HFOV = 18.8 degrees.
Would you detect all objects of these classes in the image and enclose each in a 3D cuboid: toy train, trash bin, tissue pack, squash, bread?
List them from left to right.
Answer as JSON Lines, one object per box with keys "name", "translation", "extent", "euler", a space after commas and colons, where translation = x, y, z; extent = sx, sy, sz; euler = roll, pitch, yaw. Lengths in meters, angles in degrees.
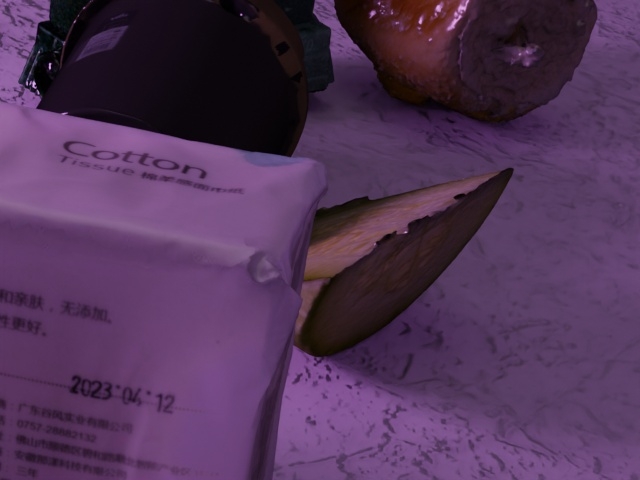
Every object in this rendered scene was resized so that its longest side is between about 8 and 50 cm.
{"name": "tissue pack", "translation": [-0.190, 0.059, 1.158], "extent": [0.357, 0.266, 0.194], "euler": [12, 26, 4]}
{"name": "trash bin", "translation": [-0.123, -0.099, 1.570], "extent": [0.214, 0.214, 0.334], "euler": [12, 32, 3]}
{"name": "toy train", "translation": [-0.122, -0.207, 1.817], "extent": [0.330, 0.178, 0.138], "euler": [-16, 36, -40]}
{"name": "squash", "translation": [0.000, 0.000, 1.481], "extent": [0.155, 0.204, 0.237], "euler": [45, 44, 19]}
{"name": "bread", "translation": [0.138, -0.210, 1.921], "extent": [0.196, 0.176, 0.246], "euler": [3, 22, -40]}
